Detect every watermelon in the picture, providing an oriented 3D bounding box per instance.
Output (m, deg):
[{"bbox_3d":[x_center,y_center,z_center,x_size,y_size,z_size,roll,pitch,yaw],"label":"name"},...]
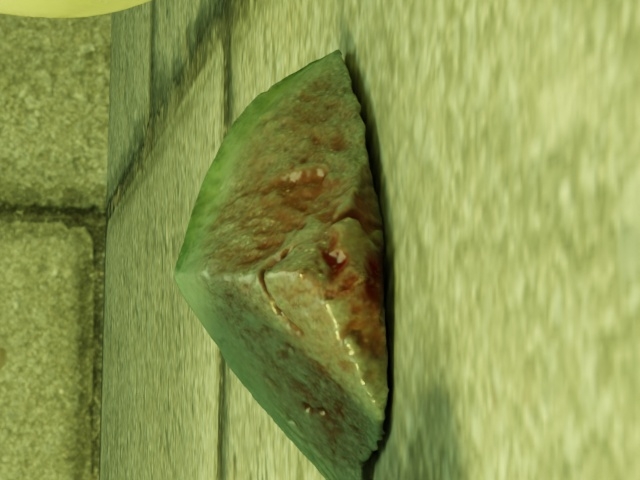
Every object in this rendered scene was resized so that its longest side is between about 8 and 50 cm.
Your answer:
[{"bbox_3d":[-0.006,0.002,0.681,0.094,0.081,0.180,-44,45,39],"label":"watermelon"}]

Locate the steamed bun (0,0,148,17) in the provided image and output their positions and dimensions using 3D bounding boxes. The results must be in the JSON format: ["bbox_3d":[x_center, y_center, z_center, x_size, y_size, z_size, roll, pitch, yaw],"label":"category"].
[{"bbox_3d":[-0.195,-0.351,0.831,0.290,0.456,0.371,-54,-13,-38],"label":"steamed bun"}]
